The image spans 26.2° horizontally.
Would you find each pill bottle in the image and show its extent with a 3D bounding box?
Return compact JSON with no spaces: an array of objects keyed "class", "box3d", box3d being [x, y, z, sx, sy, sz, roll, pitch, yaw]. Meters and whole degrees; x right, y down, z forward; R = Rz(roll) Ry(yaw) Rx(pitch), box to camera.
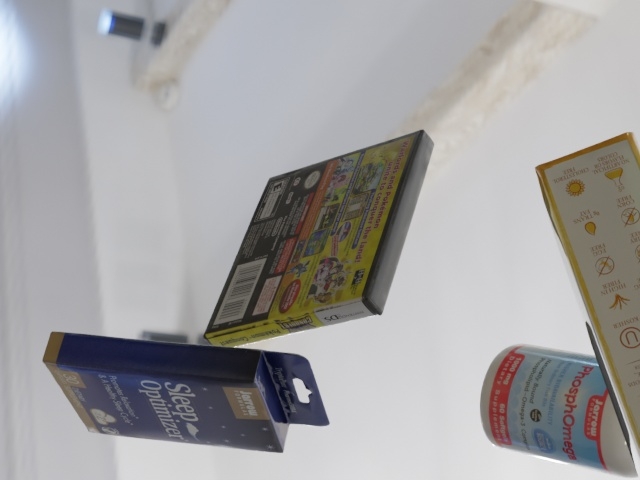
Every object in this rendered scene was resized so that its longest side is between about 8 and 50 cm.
[{"class":"pill bottle","box3d":[0.207,0.130,1.036,0.160,0.087,0.087,7,-93,40]}]

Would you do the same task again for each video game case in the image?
[{"class":"video game case","box3d":[0.000,0.000,1.655,0.248,0.035,0.274,-16,-141,36]}]

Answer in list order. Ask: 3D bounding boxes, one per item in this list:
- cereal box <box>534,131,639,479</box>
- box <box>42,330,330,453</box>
[{"class":"cereal box","box3d":[0.155,0.097,0.558,0.047,0.173,0.240,-20,-118,9]},{"class":"box","box3d":[-0.112,0.133,1.184,0.136,0.225,0.036,74,22,-55]}]
